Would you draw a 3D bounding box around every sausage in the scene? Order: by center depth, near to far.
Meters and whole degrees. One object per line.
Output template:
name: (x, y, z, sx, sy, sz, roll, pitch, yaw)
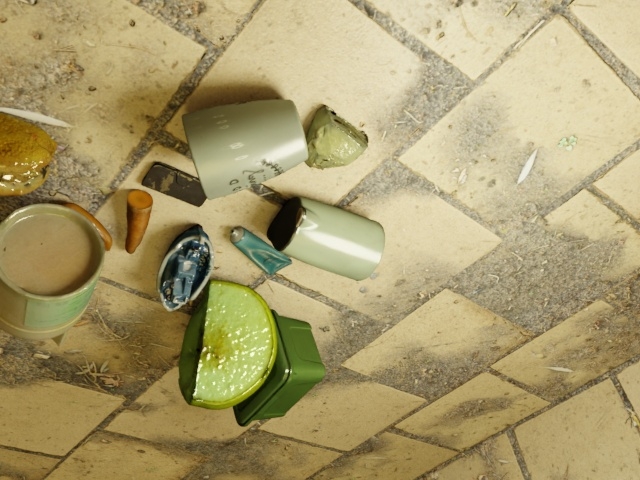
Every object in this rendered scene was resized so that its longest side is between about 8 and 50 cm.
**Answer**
sausage: (-0.562, -0.035, 1.538, 0.062, 0.054, 0.183, 10, 153, 40)

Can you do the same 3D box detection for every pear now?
pear: (-0.266, 0.308, 1.795, 0.239, 0.342, 0.318, 12, 160, -17)

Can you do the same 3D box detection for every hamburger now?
hamburger: (-0.692, -0.172, 1.292, 0.283, 0.156, 0.144, 17, 131, -29)

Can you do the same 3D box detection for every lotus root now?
lotus root: (0.024, -0.212, 1.454, 0.143, 0.070, 0.144, 22, 129, -29)

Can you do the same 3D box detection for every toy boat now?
toy boat: (-0.348, 0.084, 1.641, 0.129, 0.142, 0.309, 14, 133, -21)

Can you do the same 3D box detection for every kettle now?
kettle: (0.000, 0.000, 1.623, 0.255, 0.165, 0.240, 17, 159, -26)

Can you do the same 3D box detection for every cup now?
cup: (-0.155, -0.195, 1.386, 0.234, 0.186, 0.258, -16, 167, -6)

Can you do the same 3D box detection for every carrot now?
carrot: (-0.454, -0.033, 1.566, 0.061, 0.061, 0.209, 7, 139, -18)

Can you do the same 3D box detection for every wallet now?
wallet: (-0.336, -0.131, 1.506, 0.157, 0.018, 0.082, 23, 127, -30)

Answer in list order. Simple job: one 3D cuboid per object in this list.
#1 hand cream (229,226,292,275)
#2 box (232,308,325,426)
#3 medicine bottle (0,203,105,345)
hand cream: (-0.166, 0.029, 1.697, 0.083, 0.048, 0.224, -31, 138, 17)
box: (-0.140, 0.391, 1.941, 0.178, 0.252, 0.328, 11, 135, -34)
medicine bottle: (-0.665, 0.107, 1.517, 0.236, 0.235, 0.406, 12, 149, -23)
